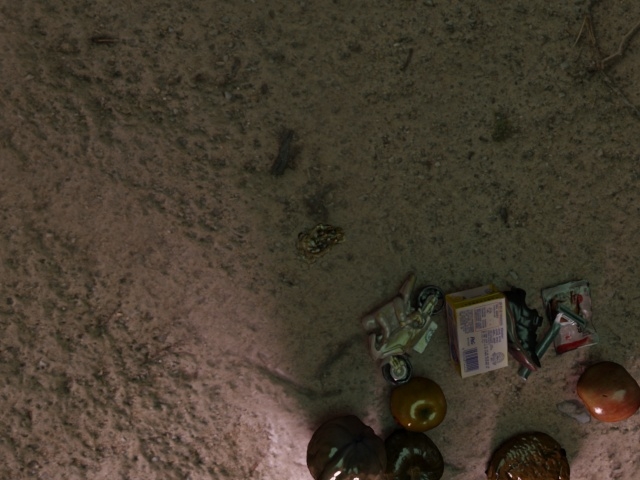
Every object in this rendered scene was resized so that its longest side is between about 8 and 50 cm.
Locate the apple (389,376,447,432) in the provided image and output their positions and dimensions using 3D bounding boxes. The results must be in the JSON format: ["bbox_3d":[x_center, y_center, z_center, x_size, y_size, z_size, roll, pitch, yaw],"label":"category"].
[{"bbox_3d":[0.310,0.520,1.745,0.182,0.155,0.182,0,87,-6],"label":"apple"}]

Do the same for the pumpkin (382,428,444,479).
[{"bbox_3d":[0.281,0.712,1.757,0.219,0.162,0.219,-1,99,-8],"label":"pumpkin"}]

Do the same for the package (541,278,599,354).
[{"bbox_3d":[0.838,0.255,1.851,0.154,0.030,0.239,-15,101,5],"label":"package"}]

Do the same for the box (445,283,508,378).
[{"bbox_3d":[0.494,0.286,1.745,0.168,0.097,0.265,-14,114,-5],"label":"box"}]

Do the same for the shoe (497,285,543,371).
[{"bbox_3d":[0.654,0.278,1.796,0.137,0.114,0.291,-22,91,-6],"label":"shoe"}]

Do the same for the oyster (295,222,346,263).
[{"bbox_3d":[-0.001,-0.002,1.723,0.166,0.053,0.108,-34,87,4],"label":"oyster"}]

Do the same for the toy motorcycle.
[{"bbox_3d":[0.247,0.269,1.745,0.223,0.108,0.340,30,85,1],"label":"toy motorcycle"}]

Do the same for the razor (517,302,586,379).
[{"bbox_3d":[0.745,0.343,1.830,0.111,0.056,0.278,32,103,-5],"label":"razor"}]

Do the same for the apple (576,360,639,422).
[{"bbox_3d":[0.940,0.495,1.808,0.174,0.188,0.188,-34,98,7],"label":"apple"}]

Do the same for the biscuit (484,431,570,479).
[{"bbox_3d":[0.703,0.787,1.856,0.296,0.075,0.296,-1,95,-7],"label":"biscuit"}]

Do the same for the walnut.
[{"bbox_3d":[0.076,0.671,1.694,0.248,0.248,0.248,-1,94,-7],"label":"walnut"}]
